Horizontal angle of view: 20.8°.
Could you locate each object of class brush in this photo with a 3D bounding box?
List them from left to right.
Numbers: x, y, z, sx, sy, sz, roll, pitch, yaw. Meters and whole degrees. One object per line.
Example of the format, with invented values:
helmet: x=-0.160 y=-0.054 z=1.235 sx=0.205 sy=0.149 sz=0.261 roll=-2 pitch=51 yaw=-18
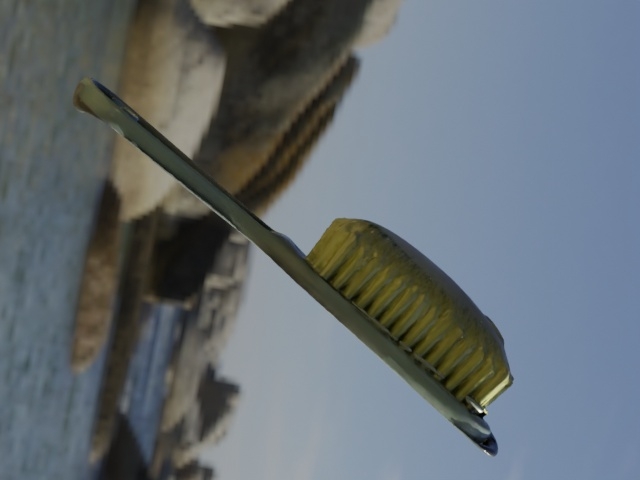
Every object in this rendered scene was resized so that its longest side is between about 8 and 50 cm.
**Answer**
brush: x=0.000 y=0.000 z=0.916 sx=0.060 sy=0.297 sz=0.068 roll=-49 pitch=-170 yaw=4
